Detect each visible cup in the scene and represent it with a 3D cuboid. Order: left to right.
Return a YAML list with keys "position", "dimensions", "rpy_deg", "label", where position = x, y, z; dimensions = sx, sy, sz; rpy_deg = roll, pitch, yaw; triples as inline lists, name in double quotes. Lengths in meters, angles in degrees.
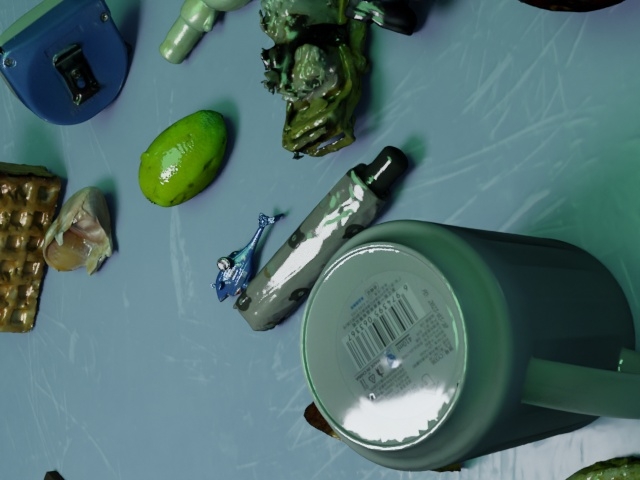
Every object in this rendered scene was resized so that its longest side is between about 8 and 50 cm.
- position: [0.185, 0.115, 0.980]
  dimensions: [0.322, 0.326, 0.237]
  rpy_deg: [17, 97, 38]
  label: "cup"

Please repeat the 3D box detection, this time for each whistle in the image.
- position: [-0.171, -0.382, 1.492]
  dimensions: [0.258, 0.067, 0.126]
  rpy_deg: [-49, 57, 29]
  label: "whistle"

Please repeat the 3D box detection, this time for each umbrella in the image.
- position: [0.000, 0.000, 1.313]
  dimensions: [0.073, 0.067, 0.337]
  rpy_deg: [42, 116, 1]
  label: "umbrella"

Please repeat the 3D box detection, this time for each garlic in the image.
- position: [-0.423, -0.011, 1.653]
  dimensions: [0.174, 0.099, 0.124]
  rpy_deg: [-41, 47, 30]
  label: "garlic"

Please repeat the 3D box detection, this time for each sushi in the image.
- position: [-0.006, -0.262, 1.305]
  dimensions: [0.139, 0.131, 0.291]
  rpy_deg: [-17, 67, 39]
  label: "sushi"

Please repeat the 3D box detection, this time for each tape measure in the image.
- position: [-0.475, -0.261, 1.579]
  dimensions: [0.351, 0.215, 0.098]
  rpy_deg: [-39, 51, -15]
  label: "tape measure"

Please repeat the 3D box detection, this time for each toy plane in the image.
- position: [-0.108, 0.025, 1.418]
  dimensions: [0.062, 0.054, 0.167]
  rpy_deg: [34, 110, 10]
  label: "toy plane"

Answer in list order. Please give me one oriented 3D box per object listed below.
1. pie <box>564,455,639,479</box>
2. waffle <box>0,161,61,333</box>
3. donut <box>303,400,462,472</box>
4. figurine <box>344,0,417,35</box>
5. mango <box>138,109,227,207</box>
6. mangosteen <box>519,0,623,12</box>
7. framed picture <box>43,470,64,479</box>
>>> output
- position: [0.330, 0.370, 1.007]
  dimensions: [0.277, 0.078, 0.277]
  rpy_deg: [-2, 87, 45]
  label: "pie"
- position: [-0.589, 0.009, 1.710]
  dimensions: [0.091, 0.212, 0.308]
  rpy_deg: [23, 102, 40]
  label: "waffle"
- position: [0.074, 0.213, 1.200]
  dimensions: [0.217, 0.141, 0.085]
  rpy_deg: [19, 91, 35]
  label: "donut"
- position: [0.104, -0.433, 1.193]
  dimensions: [0.204, 0.185, 0.332]
  rpy_deg: [33, 105, 0]
  label: "figurine"
- position: [-0.214, -0.130, 1.484]
  dimensions: [0.178, 0.100, 0.119]
  rpy_deg: [-45, 57, 19]
  label: "mango"
- position: [0.275, -0.382, 0.998]
  dimensions: [0.288, 0.288, 0.288]
  rpy_deg: [-4, 83, 40]
  label: "mangosteen"
- position: [-0.466, 0.510, 1.686]
  dimensions: [0.128, 0.023, 0.169]
  rpy_deg: [32, 106, 37]
  label: "framed picture"
